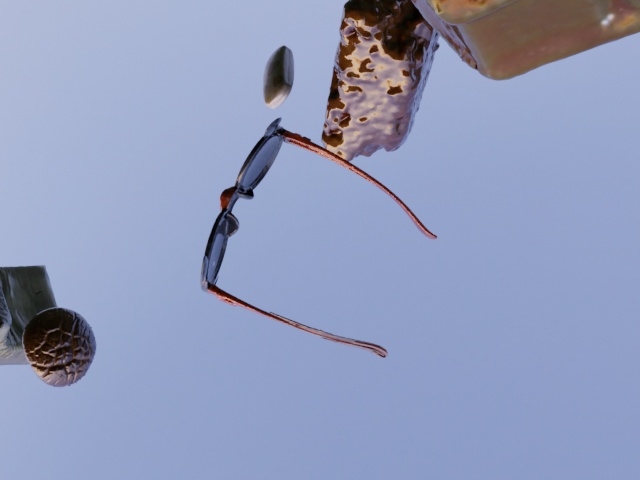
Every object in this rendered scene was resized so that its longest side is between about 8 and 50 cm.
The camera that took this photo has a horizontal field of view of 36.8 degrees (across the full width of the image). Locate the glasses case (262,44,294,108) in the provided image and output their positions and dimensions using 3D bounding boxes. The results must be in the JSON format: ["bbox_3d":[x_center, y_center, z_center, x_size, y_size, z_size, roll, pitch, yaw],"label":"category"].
[{"bbox_3d":[-0.080,-0.310,1.821,0.063,0.041,0.164,-40,-147,31],"label":"glasses case"}]

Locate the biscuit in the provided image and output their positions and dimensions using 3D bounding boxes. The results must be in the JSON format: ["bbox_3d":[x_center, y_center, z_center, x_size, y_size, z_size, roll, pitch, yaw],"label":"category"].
[{"bbox_3d":[0.136,-0.367,1.807,0.166,0.343,0.395,18,-135,5],"label":"biscuit"}]

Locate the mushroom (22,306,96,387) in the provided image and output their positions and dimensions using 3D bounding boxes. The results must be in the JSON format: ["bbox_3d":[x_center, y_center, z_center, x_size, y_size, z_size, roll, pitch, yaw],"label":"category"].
[{"bbox_3d":[-0.413,0.169,1.519,0.109,0.126,0.085,-34,-161,3],"label":"mushroom"}]

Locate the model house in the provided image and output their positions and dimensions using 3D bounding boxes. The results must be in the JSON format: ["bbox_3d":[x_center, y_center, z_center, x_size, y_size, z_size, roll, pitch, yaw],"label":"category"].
[{"bbox_3d":[0.149,-0.252,0.719,0.268,0.239,0.173,-22,-116,21],"label":"model house"}]

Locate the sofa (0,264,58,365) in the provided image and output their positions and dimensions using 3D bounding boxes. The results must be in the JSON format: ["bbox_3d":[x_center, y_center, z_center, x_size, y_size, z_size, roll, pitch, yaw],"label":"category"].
[{"bbox_3d":[-0.566,0.112,1.776,0.176,0.225,0.210,-40,-119,32],"label":"sofa"}]

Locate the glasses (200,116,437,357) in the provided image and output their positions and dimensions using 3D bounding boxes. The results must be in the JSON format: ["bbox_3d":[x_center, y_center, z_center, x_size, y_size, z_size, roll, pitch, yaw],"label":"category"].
[{"bbox_3d":[0.000,0.000,1.185,0.268,0.118,0.234,23,-105,3],"label":"glasses"}]
